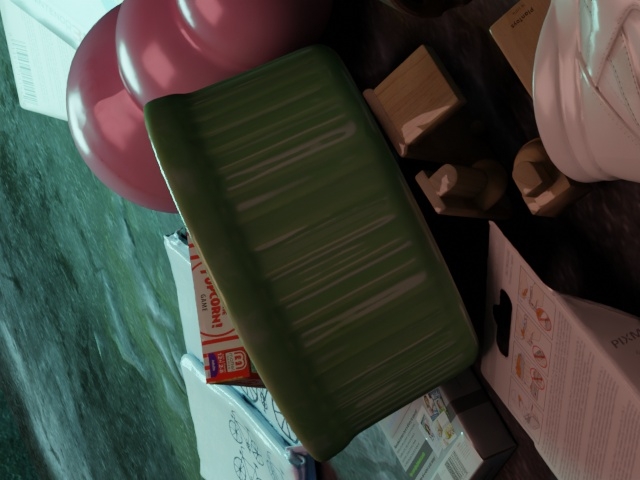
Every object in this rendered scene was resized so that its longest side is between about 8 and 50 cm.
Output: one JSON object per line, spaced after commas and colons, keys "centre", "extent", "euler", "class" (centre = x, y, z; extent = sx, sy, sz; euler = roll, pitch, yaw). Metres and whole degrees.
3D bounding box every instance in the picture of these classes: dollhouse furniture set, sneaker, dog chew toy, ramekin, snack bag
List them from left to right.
{"centre": [-0.094, -0.159, 1.322], "extent": [0.206, 0.207, 0.332], "euler": [65, 148, 13], "class": "dog chew toy"}
{"centre": [-0.089, 0.188, 1.754], "extent": [0.323, 0.037, 0.342], "euler": [34, 137, 55], "class": "snack bag"}
{"centre": [0.000, 0.000, 1.166], "extent": [0.303, 0.148, 0.303], "euler": [64, -178, -4], "class": "ramekin"}
{"centre": [0.147, -0.085, 1.050], "extent": [0.151, 0.123, 0.144], "euler": [-41, 65, 27], "class": "dollhouse furniture set"}
{"centre": [0.188, -0.171, 0.834], "extent": [0.152, 0.114, 0.305], "euler": [15, 124, 44], "class": "sneaker"}

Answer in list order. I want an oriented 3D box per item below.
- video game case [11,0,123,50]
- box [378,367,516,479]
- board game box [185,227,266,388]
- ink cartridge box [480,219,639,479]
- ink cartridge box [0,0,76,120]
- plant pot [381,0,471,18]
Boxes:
{"centre": [-0.258, -0.348, 1.630], "extent": [0.300, 0.036, 0.329], "euler": [37, 138, 33], "class": "video game case"}
{"centre": [0.088, 0.136, 1.329], "extent": [0.186, 0.038, 0.145], "euler": [59, 153, 23], "class": "box"}
{"centre": [-0.058, 0.060, 1.404], "extent": [0.193, 0.045, 0.146], "euler": [19, -119, -70], "class": "board game box"}
{"centre": [0.190, 0.108, 1.052], "extent": [0.181, 0.056, 0.224], "euler": [87, 157, -48], "class": "ink cartridge box"}
{"centre": [-0.291, -0.280, 1.808], "extent": [0.261, 0.066, 0.296], "euler": [19, 126, 45], "class": "ink cartridge box"}
{"centre": [0.039, -0.239, 1.027], "extent": [0.165, 0.167, 0.167], "euler": [39, 142, 37], "class": "plant pot"}
